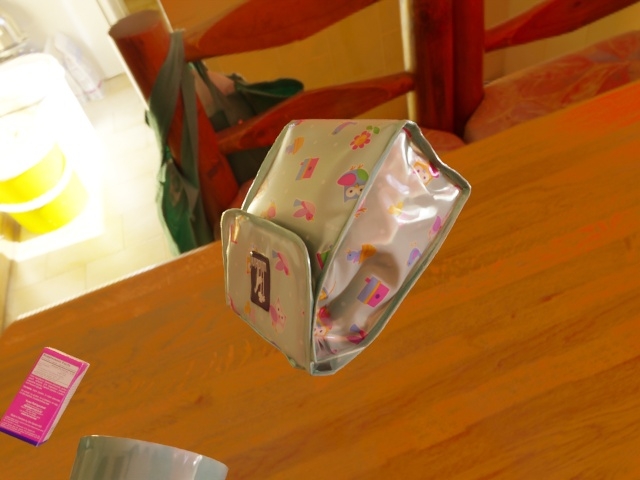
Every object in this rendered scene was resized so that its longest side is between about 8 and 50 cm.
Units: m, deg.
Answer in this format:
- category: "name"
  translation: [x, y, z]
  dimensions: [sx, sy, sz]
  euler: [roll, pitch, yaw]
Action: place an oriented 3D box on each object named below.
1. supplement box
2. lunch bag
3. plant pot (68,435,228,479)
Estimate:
- category: "supplement box"
  translation: [-0.717, 0.403, 1.321]
  dimensions: [0.114, 0.111, 0.220]
  euler: [28, 69, -8]
- category: "lunch bag"
  translation: [0.000, 0.000, 0.577]
  dimensions: [0.223, 0.160, 0.262]
  euler: [21, 77, 54]
- category: "plant pot"
  translation: [-0.341, 0.522, 0.939]
  dimensions: [0.293, 0.293, 0.235]
  euler: [-1, 56, 15]
